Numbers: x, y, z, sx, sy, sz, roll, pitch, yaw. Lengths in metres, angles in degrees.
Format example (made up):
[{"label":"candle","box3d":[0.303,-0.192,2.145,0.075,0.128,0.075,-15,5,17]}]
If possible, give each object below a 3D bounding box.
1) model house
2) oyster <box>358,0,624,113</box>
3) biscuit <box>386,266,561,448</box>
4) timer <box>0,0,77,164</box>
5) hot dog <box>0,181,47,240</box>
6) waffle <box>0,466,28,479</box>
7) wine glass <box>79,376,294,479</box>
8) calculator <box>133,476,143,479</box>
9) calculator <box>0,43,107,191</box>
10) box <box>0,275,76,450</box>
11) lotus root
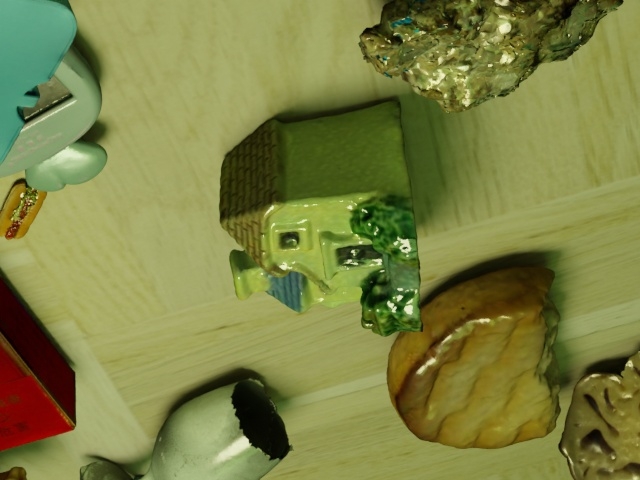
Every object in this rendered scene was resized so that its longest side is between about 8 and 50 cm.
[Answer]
[{"label":"model house","box3d":[0.000,0.000,1.679,0.189,0.195,0.214,-3,137,2]},{"label":"oyster","box3d":[0.155,-0.202,1.553,0.259,0.092,0.198,2,142,-20]},{"label":"biscuit","box3d":[0.178,0.136,1.946,0.213,0.091,0.274,-10,142,-7]},{"label":"timer","box3d":[-0.356,-0.157,1.452,0.250,0.091,0.232,9,134,-34]},{"label":"hot dog","box3d":[-0.294,-0.028,1.692,0.037,0.021,0.083,8,137,-24]},{"label":"waffle","box3d":[-0.425,0.322,1.905,0.249,0.056,0.253,7,134,-16]},{"label":"wine glass","box3d":[-0.155,0.258,1.980,0.241,0.126,0.126,-31,136,26]},{"label":"calculator","box3d":[-0.223,0.346,2.149,0.057,0.018,0.172,5,138,-17]},{"label":"calculator","box3d":[-0.305,-0.140,1.544,0.185,0.041,0.299,-28,136,18]},{"label":"box","box3d":[-0.404,0.109,1.771,0.197,0.089,0.313,-16,140,10]},{"label":"lotus root","box3d":[0.409,0.225,2.080,0.188,0.199,0.180,15,-177,24]}]
